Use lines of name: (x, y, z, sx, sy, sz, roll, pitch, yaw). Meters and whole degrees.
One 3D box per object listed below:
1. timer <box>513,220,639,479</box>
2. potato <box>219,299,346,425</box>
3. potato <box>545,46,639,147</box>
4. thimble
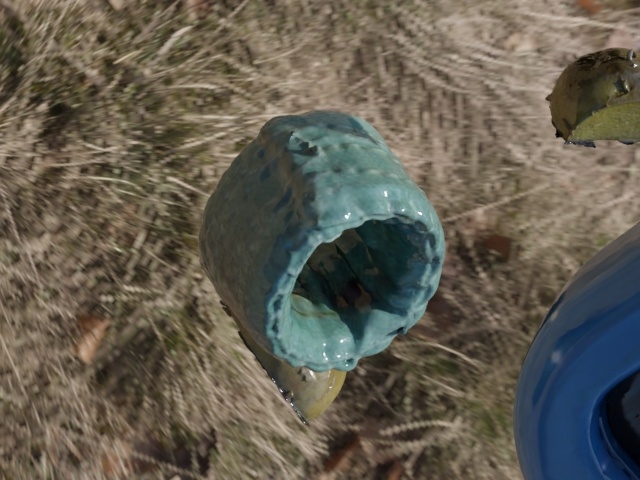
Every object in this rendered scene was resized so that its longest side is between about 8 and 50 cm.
timer: (0.269, 0.099, 0.668, 0.340, 0.115, 0.309, 46, 124, -4)
potato: (-0.043, 0.096, 1.850, 0.098, 0.243, 0.138, -39, 120, 0)
potato: (0.315, -0.155, 1.574, 0.172, 0.089, 0.101, 0, 53, -19)
thimble: (0.000, 0.000, 1.399, 0.198, 0.143, 0.235, -24, 138, -13)
